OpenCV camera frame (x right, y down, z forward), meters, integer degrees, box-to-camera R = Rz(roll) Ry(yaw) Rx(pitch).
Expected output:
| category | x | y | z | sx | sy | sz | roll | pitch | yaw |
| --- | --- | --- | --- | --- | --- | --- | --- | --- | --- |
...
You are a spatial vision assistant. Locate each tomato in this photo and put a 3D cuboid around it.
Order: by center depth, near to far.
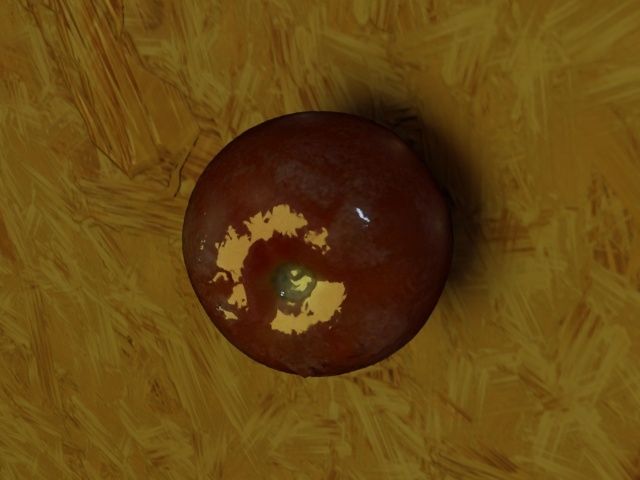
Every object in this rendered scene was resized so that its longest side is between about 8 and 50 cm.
| category | x | y | z | sx | sy | sz | roll | pitch | yaw |
| --- | --- | --- | --- | --- | --- | --- | --- | --- | --- |
| tomato | 0.000 | 0.000 | 1.172 | 0.208 | 0.184 | 0.208 | 5 | 113 | 12 |
